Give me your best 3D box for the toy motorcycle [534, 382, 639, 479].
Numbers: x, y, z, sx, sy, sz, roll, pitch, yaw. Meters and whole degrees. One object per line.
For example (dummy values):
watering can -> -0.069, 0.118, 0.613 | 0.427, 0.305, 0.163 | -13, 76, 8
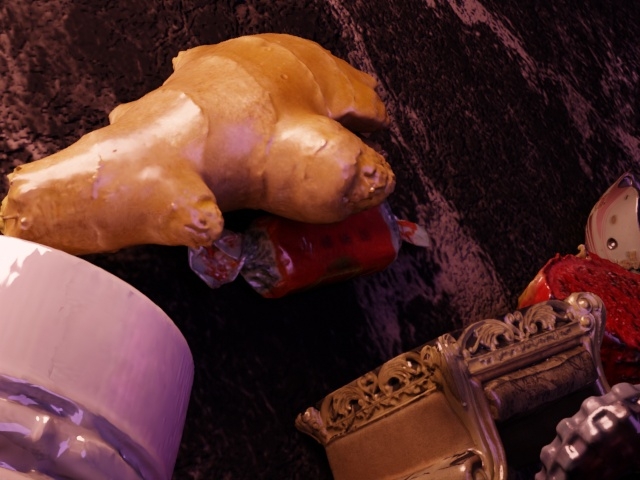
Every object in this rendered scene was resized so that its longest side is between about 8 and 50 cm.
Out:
toy motorcycle -> 0.210, 0.284, 0.703 | 0.232, 0.416, 0.172 | 9, 21, -18

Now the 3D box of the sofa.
sofa -> 0.140, 0.173, 0.825 | 0.258, 0.200, 0.182 | -10, 70, -44

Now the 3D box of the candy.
candy -> 0.001, 0.000, 0.909 | 0.292, 0.059, 0.086 | -13, 76, -42

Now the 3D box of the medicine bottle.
medicine bottle -> -0.200, 0.182, 0.503 | 0.256, 0.256, 0.325 | 31, 48, -22

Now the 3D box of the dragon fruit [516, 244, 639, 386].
dragon fruit -> 0.306, 0.129, 1.039 | 0.317, 0.152, 0.205 | 31, 29, -11

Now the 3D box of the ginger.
ginger -> -0.076, -0.055, 0.821 | 0.236, 0.166, 0.375 | 37, 56, 3

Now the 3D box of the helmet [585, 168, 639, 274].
helmet -> 0.382, 0.005, 1.187 | 0.153, 0.107, 0.177 | 50, 26, 0
